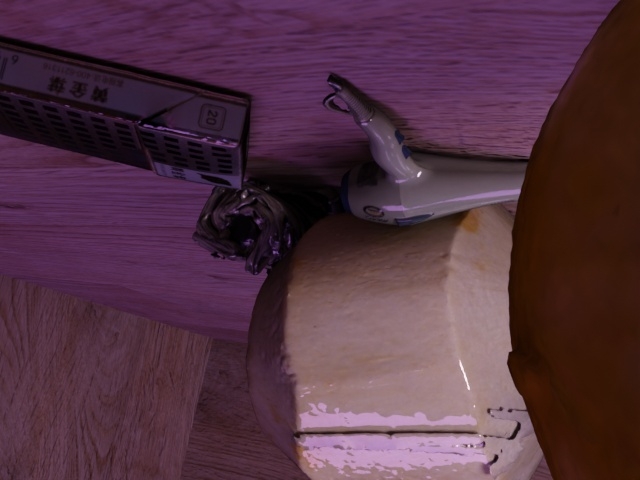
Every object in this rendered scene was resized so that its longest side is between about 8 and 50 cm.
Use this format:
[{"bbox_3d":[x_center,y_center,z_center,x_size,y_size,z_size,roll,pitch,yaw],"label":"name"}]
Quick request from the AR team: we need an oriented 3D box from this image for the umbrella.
[{"bbox_3d":[-0.004,-0.004,1.252,0.113,0.106,0.358,18,-179,29],"label":"umbrella"}]

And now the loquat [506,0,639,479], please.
[{"bbox_3d":[0.218,0.023,0.406,0.329,0.328,0.359,6,-174,33],"label":"loquat"}]

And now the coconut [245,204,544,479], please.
[{"bbox_3d":[0.103,0.106,1.047,0.323,0.322,0.323,12,169,2],"label":"coconut"}]

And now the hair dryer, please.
[{"bbox_3d":[0.092,-0.073,0.894,0.167,0.067,0.199,2,153,8],"label":"hair dryer"}]

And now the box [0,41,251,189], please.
[{"bbox_3d":[-0.222,-0.116,0.985,0.325,0.047,0.180,14,170,-2],"label":"box"}]
